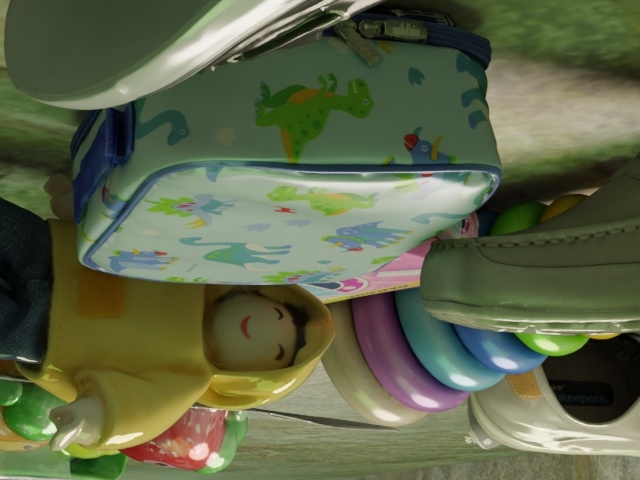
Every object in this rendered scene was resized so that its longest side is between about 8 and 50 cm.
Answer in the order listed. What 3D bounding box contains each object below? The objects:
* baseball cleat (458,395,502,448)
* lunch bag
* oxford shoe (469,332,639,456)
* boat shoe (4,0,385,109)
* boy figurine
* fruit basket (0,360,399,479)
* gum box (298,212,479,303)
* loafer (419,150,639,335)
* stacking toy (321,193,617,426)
[{"bbox_3d":[0.221,0.148,1.432,0.109,0.072,0.206,-23,-168,29],"label":"baseball cleat"},{"bbox_3d":[-0.027,-0.039,0.652,0.176,0.090,0.219,0,165,-20],"label":"lunch bag"},{"bbox_3d":[0.374,0.137,1.358,0.449,0.169,0.130,1,147,-13],"label":"oxford shoe"},{"bbox_3d":[-0.016,-0.098,0.463,0.228,0.080,0.076,-25,155,37],"label":"boat shoe"},{"bbox_3d":[-0.120,0.044,0.761,0.285,0.177,0.092,21,134,-26],"label":"boy figurine"},{"bbox_3d":[-0.167,0.127,1.039,0.353,0.165,0.327,10,175,32],"label":"fruit basket"},{"bbox_3d":[0.000,0.000,0.870,0.188,0.062,0.107,-14,163,34],"label":"gum box"},{"bbox_3d":[0.197,-0.016,0.716,0.319,0.111,0.112,-9,-177,-22],"label":"loafer"},{"bbox_3d":[0.158,0.023,0.903,0.330,0.141,0.141,-21,159,34],"label":"stacking toy"}]
